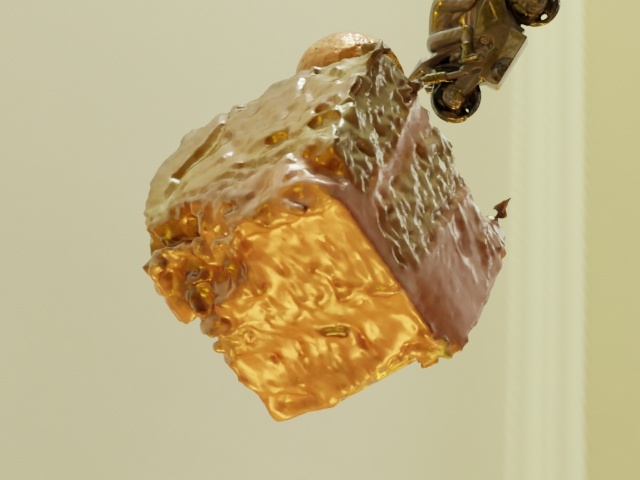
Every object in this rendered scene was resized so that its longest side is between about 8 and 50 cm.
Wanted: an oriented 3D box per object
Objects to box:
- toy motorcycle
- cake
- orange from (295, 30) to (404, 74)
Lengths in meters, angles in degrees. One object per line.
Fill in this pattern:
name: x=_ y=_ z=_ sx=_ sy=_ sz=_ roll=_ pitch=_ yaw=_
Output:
toy motorcycle: x=0.192 y=-0.270 z=1.945 sx=0.152 sy=0.225 sz=0.073 roll=39 pitch=180 yaw=11
cake: x=0.000 y=0.000 z=1.717 sx=0.307 sy=0.314 sz=0.293 roll=54 pitch=-143 yaw=-23
orange: x=0.037 y=-0.192 z=1.828 sx=0.135 sy=0.135 sz=0.117 roll=49 pitch=-148 yaw=-27
